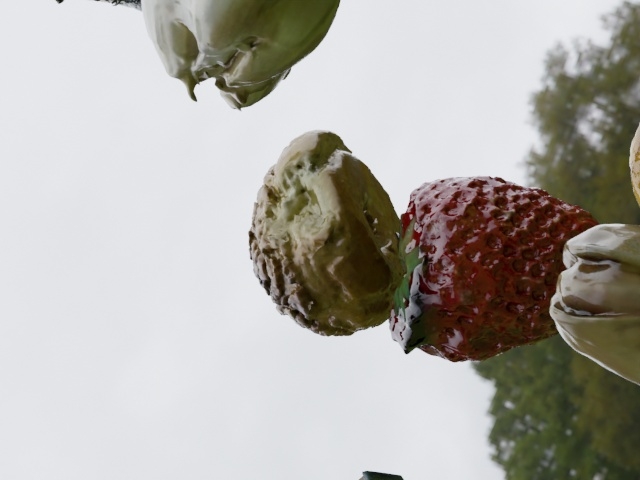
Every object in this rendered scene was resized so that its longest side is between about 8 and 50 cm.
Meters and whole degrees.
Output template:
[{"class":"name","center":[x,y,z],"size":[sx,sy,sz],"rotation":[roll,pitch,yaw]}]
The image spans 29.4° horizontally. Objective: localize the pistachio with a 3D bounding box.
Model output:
[{"class":"pistachio","center":[0.361,0.074,1.277],"size":[0.293,0.181,0.162],"rotation":[25,-100,-30]}]

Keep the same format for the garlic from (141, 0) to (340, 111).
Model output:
[{"class":"garlic","center":[-0.087,-0.230,1.189],"size":[0.203,0.184,0.281],"rotation":[-60,8,-3]}]

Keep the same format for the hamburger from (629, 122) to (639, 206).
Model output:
[{"class":"hamburger","center":[0.498,-0.079,1.452],"size":[0.244,0.244,0.163],"rotation":[-65,-29,-4]}]

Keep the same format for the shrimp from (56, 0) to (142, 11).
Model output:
[{"class":"shrimp","center":[-0.330,-0.400,1.976],"size":[0.222,0.290,0.054],"rotation":[-5,-73,-46]}]

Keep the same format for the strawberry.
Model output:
[{"class":"strawberry","center":[0.262,0.043,1.878],"size":[0.292,0.310,0.292],"rotation":[-176,90,-75]}]

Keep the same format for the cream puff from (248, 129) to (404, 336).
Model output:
[{"class":"cream puff","center":[0.000,0.000,2.038],"size":[0.343,0.231,0.327],"rotation":[61,-159,-9]}]

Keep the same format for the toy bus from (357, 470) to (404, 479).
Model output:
[{"class":"toy bus","center":[0.032,0.360,1.428],"size":[0.182,0.103,0.091],"rotation":[-44,-33,18]}]
